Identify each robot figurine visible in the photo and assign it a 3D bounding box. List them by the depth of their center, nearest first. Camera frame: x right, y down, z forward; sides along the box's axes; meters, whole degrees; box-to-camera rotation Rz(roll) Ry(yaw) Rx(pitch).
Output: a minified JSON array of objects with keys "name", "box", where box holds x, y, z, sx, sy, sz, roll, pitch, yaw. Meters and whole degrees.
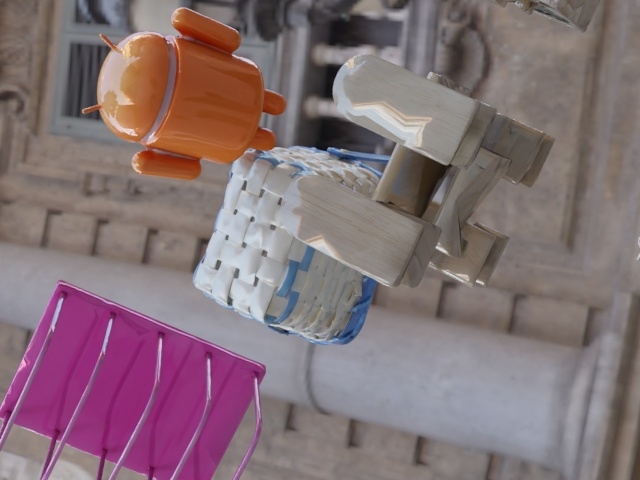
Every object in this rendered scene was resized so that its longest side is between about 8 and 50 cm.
[{"name":"robot figurine","box":[-0.149,-0.159,1.368,0.219,0.158,0.128,12,-134,-29]}]

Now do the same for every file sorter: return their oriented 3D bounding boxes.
[{"name":"file sorter","box":[-0.237,0.220,1.534,0.202,0.291,0.182,-63,13,14]}]

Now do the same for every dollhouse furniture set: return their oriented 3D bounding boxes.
[{"name":"dollhouse furniture set","box":[0.105,-0.168,1.364,0.394,0.257,0.362,-66,-21,9]}]

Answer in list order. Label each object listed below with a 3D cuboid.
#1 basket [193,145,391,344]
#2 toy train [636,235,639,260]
[{"name":"basket","box":[0.000,0.000,1.524,0.289,0.201,0.254,14,-82,-50]},{"name":"toy train","box":[0.485,0.010,1.612,0.248,0.105,0.143,110,160,-51]}]
